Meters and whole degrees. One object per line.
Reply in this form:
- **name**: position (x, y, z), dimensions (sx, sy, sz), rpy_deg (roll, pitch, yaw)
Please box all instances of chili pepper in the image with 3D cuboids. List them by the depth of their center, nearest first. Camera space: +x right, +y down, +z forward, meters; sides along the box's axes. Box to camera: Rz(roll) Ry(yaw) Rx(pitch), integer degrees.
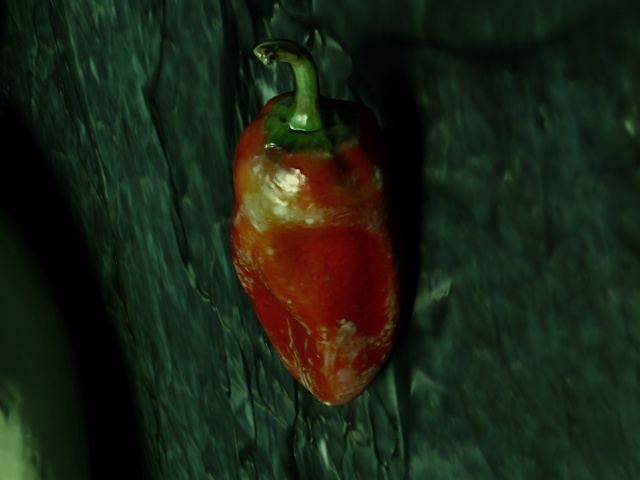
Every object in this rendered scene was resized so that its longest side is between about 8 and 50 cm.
- **chili pepper**: position (0.001, 0.000, 0.551), dimensions (0.059, 0.050, 0.191), rpy_deg (21, 147, 18)

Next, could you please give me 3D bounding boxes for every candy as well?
- **candy**: position (-0.243, 0.114, 1.053), dimensions (0.427, 0.186, 0.386), rpy_deg (-171, 69, -68)
